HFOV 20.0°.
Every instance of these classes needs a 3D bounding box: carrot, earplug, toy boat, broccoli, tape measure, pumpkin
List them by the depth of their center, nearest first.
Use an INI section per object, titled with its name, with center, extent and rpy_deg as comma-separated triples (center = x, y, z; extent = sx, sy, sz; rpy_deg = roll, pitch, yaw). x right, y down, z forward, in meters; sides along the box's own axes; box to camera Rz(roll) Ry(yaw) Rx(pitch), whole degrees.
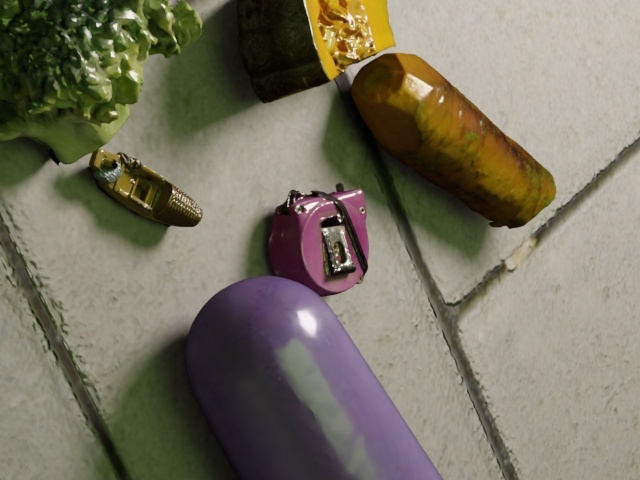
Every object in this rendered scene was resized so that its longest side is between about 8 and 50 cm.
[broccoli]
center = -0.251, -0.161, 1.732
extent = 0.248, 0.288, 0.245
rpy_deg = -103, 167, -47
[toy boat]
center = -0.184, -0.054, 1.881
extent = 0.149, 0.049, 0.047
rpy_deg = 33, 65, -37
[earplug]
center = 0.010, 0.242, 1.943
extent = 0.215, 0.215, 0.456
rpy_deg = -43, 112, -37
[pumpkin]
center = -0.013, -0.239, 2.021
extent = 0.248, 0.126, 0.131
rpy_deg = -31, 101, -60
[tape measure]
center = 0.000, 0.000, 2.034
extent = 0.118, 0.074, 0.125
rpy_deg = -15, 95, -42
[carrot]
center = 0.158, -0.115, 2.172
extent = 0.302, 0.114, 0.114
rpy_deg = 36, 63, -39
